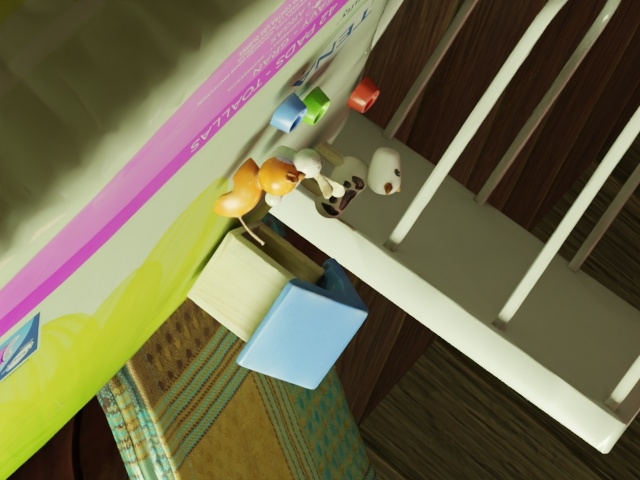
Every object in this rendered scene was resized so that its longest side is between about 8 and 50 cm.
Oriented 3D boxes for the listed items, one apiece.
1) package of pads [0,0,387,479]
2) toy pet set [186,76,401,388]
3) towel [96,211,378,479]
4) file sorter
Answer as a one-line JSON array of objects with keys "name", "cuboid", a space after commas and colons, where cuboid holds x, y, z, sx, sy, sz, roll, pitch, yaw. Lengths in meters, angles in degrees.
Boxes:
[{"name": "package of pads", "cuboid": [-0.088, -0.035, 0.769, 0.296, 0.101, 0.229, -46, 169, -24]}, {"name": "toy pet set", "cuboid": [0.000, 0.000, 0.810, 0.114, 0.065, 0.122, -56, 170, 17]}, {"name": "towel", "cuboid": [-0.021, 0.163, 1.119, 0.040, 0.370, 0.271, -17, -169, 20]}, {"name": "file sorter", "cuboid": [0.093, -0.062, 1.003, 0.173, 0.277, 0.193, -58, 169, 17]}]
